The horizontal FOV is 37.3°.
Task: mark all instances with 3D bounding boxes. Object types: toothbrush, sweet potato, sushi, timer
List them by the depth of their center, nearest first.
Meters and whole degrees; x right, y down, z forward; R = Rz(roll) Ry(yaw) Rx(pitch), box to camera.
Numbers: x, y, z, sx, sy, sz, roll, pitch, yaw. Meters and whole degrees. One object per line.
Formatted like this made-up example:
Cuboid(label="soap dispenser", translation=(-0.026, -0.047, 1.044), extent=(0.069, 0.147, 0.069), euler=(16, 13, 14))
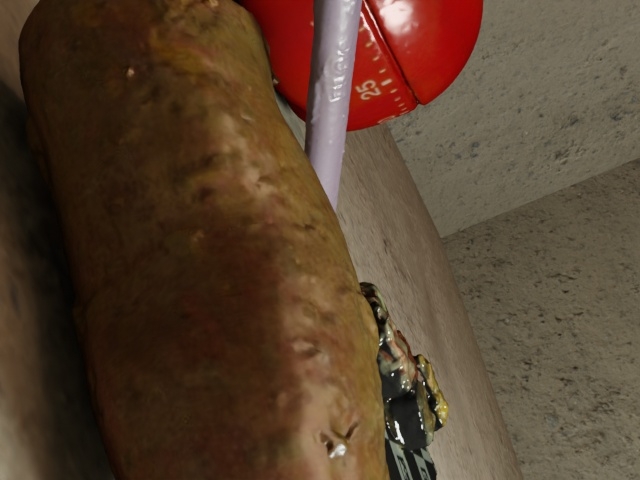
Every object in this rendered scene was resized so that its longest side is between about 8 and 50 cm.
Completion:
Cuboid(label="sweet potato", translation=(-0.035, 0.050, 0.390), extent=(0.131, 0.131, 0.336), euler=(44, 25, -66))
Cuboid(label="toothbrush", translation=(0.000, 0.000, 0.513), extent=(0.029, 0.024, 0.354), euler=(44, -34, 31))
Cuboid(label="sushi", translation=(0.091, 0.156, 1.008), extent=(0.294, 0.059, 0.292), euler=(-40, 108, -80))
Cuboid(label="timer", translation=(0.030, -0.324, 1.120), extent=(0.378, 0.279, 0.378), euler=(60, 14, -25))
